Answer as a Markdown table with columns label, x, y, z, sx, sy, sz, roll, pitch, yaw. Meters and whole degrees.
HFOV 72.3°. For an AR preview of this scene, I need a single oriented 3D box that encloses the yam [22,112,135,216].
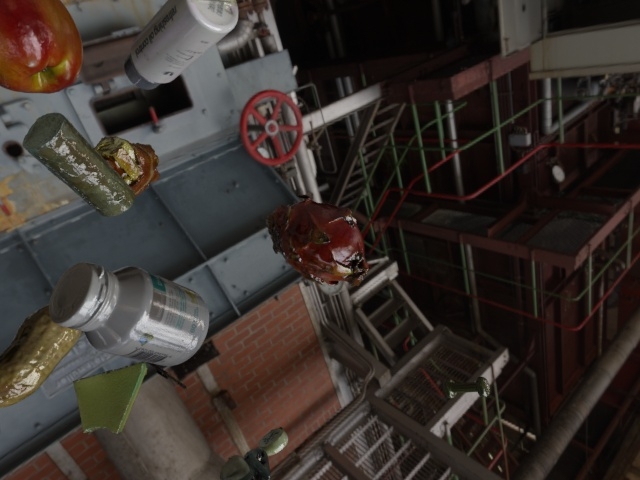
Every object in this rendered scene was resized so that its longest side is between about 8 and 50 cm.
| label | x | y | z | sx | sy | sz | roll | pitch | yaw |
| --- | --- | --- | --- | --- | --- | --- | --- | --- | --- |
| yam | -0.337 | -0.102 | 0.622 | 0.068 | 0.169 | 0.068 | -5 | -120 | 9 |

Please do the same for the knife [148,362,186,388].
| label | x | y | z | sx | sy | sz | roll | pitch | yaw |
| --- | --- | --- | --- | --- | --- | --- | --- | --- | --- |
| knife | -0.537 | 0.429 | 1.452 | 0.021 | 0.222 | 0.045 | -54 | -172 | -31 |

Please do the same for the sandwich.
| label | x | y | z | sx | sy | sz | roll | pitch | yaw |
| --- | --- | --- | --- | --- | --- | --- | --- | --- | --- |
| sandwich | -0.696 | 0.547 | 1.498 | 0.245 | 0.212 | 0.063 | -15 | 173 | 1 |

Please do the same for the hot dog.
| label | x | y | z | sx | sy | sz | roll | pitch | yaw |
| --- | --- | --- | --- | --- | --- | --- | --- | --- | --- |
| hot dog | -0.415 | -0.150 | 0.951 | 0.103 | 0.146 | 0.213 | 30 | -166 | 5 |

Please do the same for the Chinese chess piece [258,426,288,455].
| label | x | y | z | sx | sy | sz | roll | pitch | yaw |
| --- | --- | --- | --- | --- | --- | --- | --- | --- | --- |
| Chinese chess piece | -0.130 | 0.550 | 1.196 | 0.084 | 0.034 | 0.084 | -27 | -177 | 2 |

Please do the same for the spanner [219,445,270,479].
| label | x | y | z | sx | sy | sz | roll | pitch | yaw |
| --- | --- | --- | --- | --- | --- | --- | --- | --- | --- |
| spanner | -0.098 | 0.338 | 0.578 | 0.040 | 0.096 | 0.325 | -47 | 176 | -6 |

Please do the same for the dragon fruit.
| label | x | y | z | sx | sy | sz | roll | pitch | yaw |
| --- | --- | --- | --- | --- | --- | --- | --- | --- | --- |
| dragon fruit | 0.004 | 0.002 | 1.274 | 0.315 | 0.250 | 0.250 | 25 | -136 | 25 |

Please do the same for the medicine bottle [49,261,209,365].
| label | x | y | z | sx | sy | sz | roll | pitch | yaw |
| --- | --- | --- | --- | --- | --- | --- | --- | --- | --- |
| medicine bottle | -0.292 | 0.113 | 0.685 | 0.135 | 0.215 | 0.135 | -15 | -121 | 26 |

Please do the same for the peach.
| label | x | y | z | sx | sy | sz | roll | pitch | yaw |
| --- | --- | --- | --- | --- | --- | --- | --- | --- | --- |
| peach | -0.579 | -0.406 | 0.839 | 0.200 | 0.243 | 0.243 | -28 | -152 | -20 |

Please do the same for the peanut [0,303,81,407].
| label | x | y | z | sx | sy | sz | roll | pitch | yaw |
| --- | --- | --- | --- | --- | --- | --- | --- | --- | --- |
| peanut | -0.598 | 0.237 | 0.909 | 0.120 | 0.110 | 0.236 | 17 | -127 | 12 |

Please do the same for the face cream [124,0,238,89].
| label | x | y | z | sx | sy | sz | roll | pitch | yaw |
| --- | --- | --- | --- | --- | --- | --- | --- | --- | --- |
| face cream | -0.258 | -0.331 | 0.744 | 0.311 | 0.092 | 0.092 | -8 | -155 | 48 |

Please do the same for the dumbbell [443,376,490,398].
| label | x | y | z | sx | sy | sz | roll | pitch | yaw |
| --- | --- | --- | --- | --- | --- | --- | --- | --- | --- |
| dumbbell | 0.382 | 0.387 | 1.151 | 0.118 | 0.052 | 0.046 | -22 | 175 | 42 |
